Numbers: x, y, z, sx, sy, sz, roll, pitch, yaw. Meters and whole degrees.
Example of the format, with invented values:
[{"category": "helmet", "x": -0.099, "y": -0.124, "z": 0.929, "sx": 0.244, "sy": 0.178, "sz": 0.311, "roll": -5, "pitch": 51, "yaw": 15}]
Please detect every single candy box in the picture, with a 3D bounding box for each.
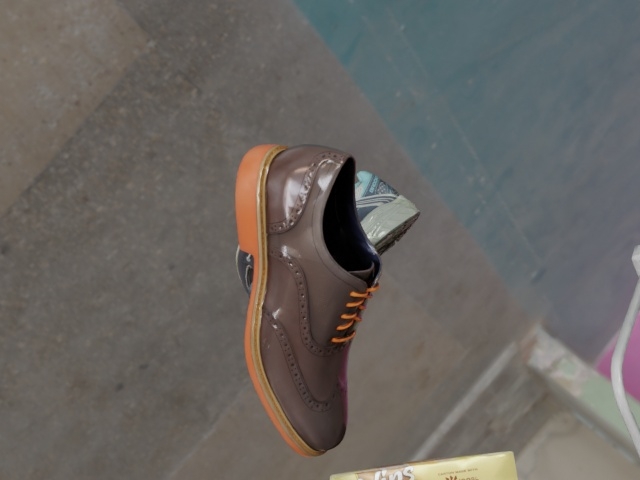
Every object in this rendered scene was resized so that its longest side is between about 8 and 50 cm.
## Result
[{"category": "candy box", "x": 0.106, "y": 0.290, "z": 1.047, "sx": 0.183, "sy": 0.087, "sz": 0.316, "roll": -7, "pitch": 165, "yaw": 0}]

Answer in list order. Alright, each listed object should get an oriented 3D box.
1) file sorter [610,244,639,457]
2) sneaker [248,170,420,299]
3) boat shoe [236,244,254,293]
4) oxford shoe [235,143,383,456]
[{"category": "file sorter", "x": 0.364, "y": 0.094, "z": 0.627, "sx": 0.192, "sy": 0.278, "sz": 0.173, "roll": 62, "pitch": 36, "yaw": -16}, {"category": "sneaker", "x": 0.000, "y": 0.000, "z": 1.311, "sx": 0.283, "sy": 0.122, "sz": 0.110, "roll": -32, "pitch": 162, "yaw": -30}, {"category": "boat shoe", "x": -0.079, "y": 0.020, "z": 1.367, "sx": 0.075, "sy": 0.065, "sz": 0.206, "roll": 0, "pitch": 130, "yaw": -13}, {"category": "oxford shoe", "x": -0.001, "y": 0.056, "z": 0.774, "sx": 0.097, "sy": 0.098, "sz": 0.271, "roll": -31, "pitch": 117, "yaw": -55}]
